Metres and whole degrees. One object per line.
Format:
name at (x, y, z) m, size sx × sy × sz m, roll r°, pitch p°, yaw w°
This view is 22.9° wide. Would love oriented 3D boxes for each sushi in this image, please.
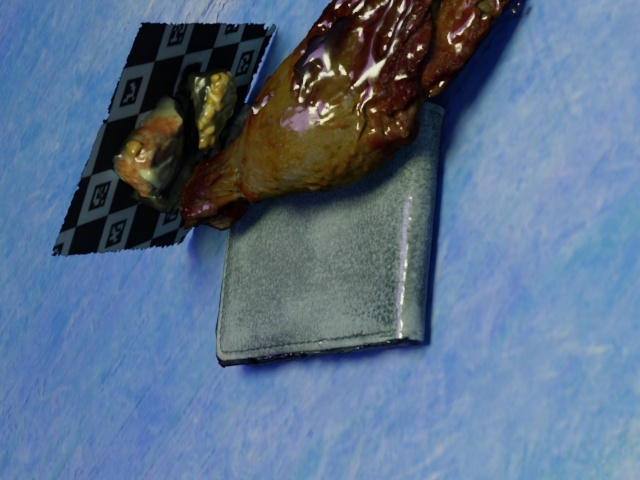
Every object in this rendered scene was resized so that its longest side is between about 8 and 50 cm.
sushi at (-0.094, -0.066, 1.145) m, size 0.040 × 0.210 × 0.193 m, roll 28°, pitch 104°, yaw 18°

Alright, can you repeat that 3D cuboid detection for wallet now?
wallet at (0.002, 0.001, 1.084) m, size 0.222 × 0.036 × 0.167 m, roll -12°, pitch 67°, yaw 51°

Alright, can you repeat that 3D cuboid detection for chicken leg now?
chicken leg at (0.016, -0.116, 1.037) m, size 0.322 × 0.083 × 0.177 m, roll -54°, pitch 24°, yaw 7°
